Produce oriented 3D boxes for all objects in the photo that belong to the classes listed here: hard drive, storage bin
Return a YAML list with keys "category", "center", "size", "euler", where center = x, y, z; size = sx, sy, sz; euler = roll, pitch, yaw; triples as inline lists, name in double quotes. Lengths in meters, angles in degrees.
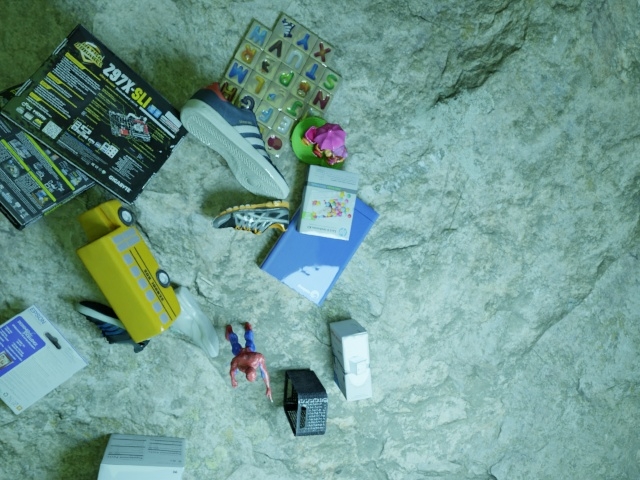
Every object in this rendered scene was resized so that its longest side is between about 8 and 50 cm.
- category: "hard drive"
  center: [0.000, 0.000, 1.312]
  size: [0.210, 0.040, 0.319]
  euler: [34, 87, -17]
- category: "storage bin"
  center: [-0.045, 0.449, 1.283]
  size: [0.084, 0.180, 0.122]
  euler: [3, 96, -17]

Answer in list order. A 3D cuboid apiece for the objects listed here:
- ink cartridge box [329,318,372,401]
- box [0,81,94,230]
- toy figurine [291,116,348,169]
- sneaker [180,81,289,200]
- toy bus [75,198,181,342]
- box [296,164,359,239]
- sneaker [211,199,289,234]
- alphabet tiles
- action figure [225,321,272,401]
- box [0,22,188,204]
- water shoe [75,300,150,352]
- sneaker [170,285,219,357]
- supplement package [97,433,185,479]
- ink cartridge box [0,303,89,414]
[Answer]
- category: "ink cartridge box"
  center: [0.087, 0.341, 1.328]
  size: [0.082, 0.139, 0.191]
  euler: [-8, 98, -12]
- category: "box"
  center: [-0.676, -0.192, 1.040]
  size: [0.270, 0.060, 0.216]
  euler: [54, 50, -16]
- category: "toy figurine"
  center: [0.022, -0.250, 1.218]
  size: [0.130, 0.159, 0.173]
  euler: [-48, 112, -7]
- category: "sneaker"
  center: [-0.186, -0.255, 1.185]
  size: [0.350, 0.131, 0.148]
  euler: [47, 50, -33]
- category: "toy bus"
  center: [-0.477, 0.072, 1.125]
  size: [0.108, 0.130, 0.333]
  euler: [-22, 104, 18]
- category: "box"
  center: [0.021, -0.103, 1.264]
  size: [0.145, 0.038, 0.186]
  euler: [9, 95, -16]
- category: "sneaker"
  center: [-0.181, -0.053, 1.227]
  size: [0.214, 0.084, 0.083]
  euler: [-10, 87, -15]
- category: "alphabet tiles"
  center: [-0.108, -0.415, 1.246]
  size: [0.285, 0.011, 0.343]
  euler: [28, 89, -17]
- category: "action figure"
  center: [-0.189, 0.318, 1.174]
  size: [0.091, 0.280, 0.139]
  euler: [-8, 99, -14]
- category: "box"
  center: [-0.498, -0.277, 1.062]
  size: [0.322, 0.079, 0.257]
  euler: [41, 74, -32]
- category: "water shoe"
  center: [-0.536, 0.226, 1.176]
  size: [0.203, 0.073, 0.080]
  euler: [29, 91, -16]
- category: "sneaker"
  center: [-0.353, 0.231, 1.235]
  size: [0.094, 0.080, 0.212]
  euler: [-30, 97, 2]
- category: "supplement package"
  center: [-0.482, 0.673, 1.209]
  size: [0.203, 0.145, 0.262]
  euler: [11, 93, -17]
- category: "ink cartridge box"
  center: [-0.727, 0.291, 1.144]
  size: [0.208, 0.045, 0.206]
  euler: [-35, 104, -8]
